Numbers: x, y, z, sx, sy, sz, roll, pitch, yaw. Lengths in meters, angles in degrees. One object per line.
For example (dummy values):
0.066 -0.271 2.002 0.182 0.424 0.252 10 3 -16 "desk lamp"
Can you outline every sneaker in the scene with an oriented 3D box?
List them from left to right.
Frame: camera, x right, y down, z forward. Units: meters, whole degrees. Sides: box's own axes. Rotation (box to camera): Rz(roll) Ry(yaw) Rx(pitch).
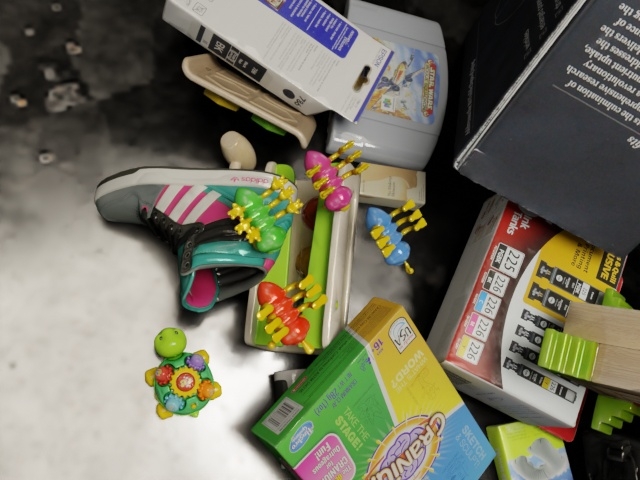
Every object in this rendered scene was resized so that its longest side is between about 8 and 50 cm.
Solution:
-0.183 0.004 0.856 0.296 0.124 0.178 0 66 15 "sneaker"

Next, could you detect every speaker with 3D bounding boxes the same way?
-0.034 0.254 0.907 0.055 0.055 0.136 -2 76 -16 "speaker"

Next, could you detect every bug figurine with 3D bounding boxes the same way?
0.000 0.000 0.805 0.279 0.072 0.216 -34 100 -30 "bug figurine"

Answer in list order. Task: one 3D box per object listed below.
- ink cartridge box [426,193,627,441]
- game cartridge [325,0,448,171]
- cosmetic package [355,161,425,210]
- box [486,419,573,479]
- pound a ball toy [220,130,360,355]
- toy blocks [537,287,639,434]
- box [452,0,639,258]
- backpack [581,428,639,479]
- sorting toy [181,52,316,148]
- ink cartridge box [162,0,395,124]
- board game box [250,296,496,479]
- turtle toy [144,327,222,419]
0.337 0.108 0.955 0.272 0.130 0.309 27 72 -3 "ink cartridge box"
0.121 -0.268 1.099 0.198 0.062 0.297 10 72 -8 "game cartridge"
0.113 -0.089 1.051 0.115 0.041 0.060 6 74 -14 "cosmetic package"
0.332 0.368 0.982 0.109 0.042 0.178 -7 76 -17 "box"
-0.053 0.004 0.950 0.208 0.136 0.319 1 75 17 "pound a ball toy"
0.490 0.179 0.803 0.381 0.261 0.190 28 75 -40 "toy blocks"
0.439 -0.325 0.889 0.298 0.471 0.479 28 40 -8 "box"
0.506 0.476 0.875 0.273 0.290 0.355 18 81 -30 "backpack"
-0.103 -0.212 0.970 0.208 0.193 0.038 32 108 -7 "sorting toy"
-0.059 -0.318 0.990 0.333 0.065 0.165 33 66 -10 "ink cartridge box"
0.088 0.273 0.857 0.242 0.064 0.316 -45 117 -21 "board game box"
-0.193 0.183 0.878 0.095 0.066 0.130 -20 81 -19 "turtle toy"
